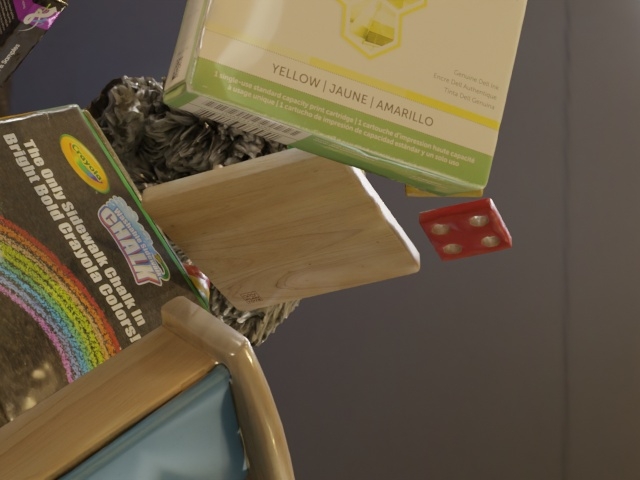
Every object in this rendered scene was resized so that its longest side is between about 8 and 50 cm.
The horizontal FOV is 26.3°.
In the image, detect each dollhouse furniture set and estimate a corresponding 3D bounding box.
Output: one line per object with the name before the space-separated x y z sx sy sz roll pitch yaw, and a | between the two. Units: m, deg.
dollhouse furniture set | -0.012 0.216 0.451 0.198 0.303 0.286 -33 133 -28

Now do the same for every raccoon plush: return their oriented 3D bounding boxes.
raccoon plush | 0.000 0.000 1.101 0.216 0.299 0.447 -21 99 -58

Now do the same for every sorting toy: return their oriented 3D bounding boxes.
sorting toy | -0.014 -0.021 0.859 0.132 0.274 0.046 51 33 -47

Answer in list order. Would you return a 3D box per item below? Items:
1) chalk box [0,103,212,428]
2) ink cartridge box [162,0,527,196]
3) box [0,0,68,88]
chalk box | -0.204 0.041 0.847 0.180 0.179 0.289 59 26 4
ink cartridge box | 0.028 -0.158 0.723 0.171 0.056 0.235 17 80 -19
box | -0.249 -0.158 0.995 0.029 0.162 0.116 17 40 -44
